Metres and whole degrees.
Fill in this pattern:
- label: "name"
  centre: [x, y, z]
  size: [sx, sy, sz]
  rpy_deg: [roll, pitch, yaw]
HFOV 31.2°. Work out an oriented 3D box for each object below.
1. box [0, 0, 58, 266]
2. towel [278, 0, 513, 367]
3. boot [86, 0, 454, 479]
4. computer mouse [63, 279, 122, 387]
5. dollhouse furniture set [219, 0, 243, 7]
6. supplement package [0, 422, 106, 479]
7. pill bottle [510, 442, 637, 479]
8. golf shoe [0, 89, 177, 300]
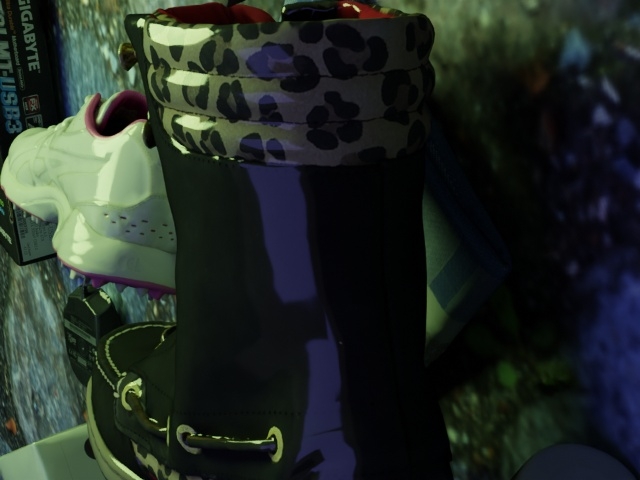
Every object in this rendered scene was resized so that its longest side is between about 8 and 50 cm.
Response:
- label: "box"
  centre: [-0.354, -0.164, 1.204]
  size: [0.295, 0.073, 0.293]
  rpy_deg: [37, 135, 49]
- label: "towel"
  centre: [0.000, 0.000, 0.692]
  size: [0.209, 0.034, 0.285]
  rpy_deg: [62, 150, 18]
- label: "boot"
  centre: [-0.044, 0.018, 0.610]
  size: [0.377, 0.138, 0.284]
  rpy_deg: [-154, 57, -64]
- label: "computer mouse"
  centre: [-0.216, 0.035, 1.110]
  size: [0.071, 0.041, 0.242]
  rpy_deg: [27, 121, 43]
- label: "dollhouse furniture set"
  centre: [-0.060, -0.221, 0.445]
  size: [0.161, 0.242, 0.212]
  rpy_deg: [48, 146, 18]
- label: "supplement package"
  centre: [-0.178, 0.294, 1.060]
  size: [0.204, 0.145, 0.262]
  rpy_deg: [-30, 79, 62]
- label: "pill bottle"
  centre: [0.104, 0.153, 0.549]
  size: [0.067, 0.067, 0.120]
  rpy_deg: [58, 149, 26]
- label: "golf shoe"
  centre: [-0.173, -0.060, 0.922]
  size: [0.306, 0.115, 0.140]
  rpy_deg: [33, 109, 54]
